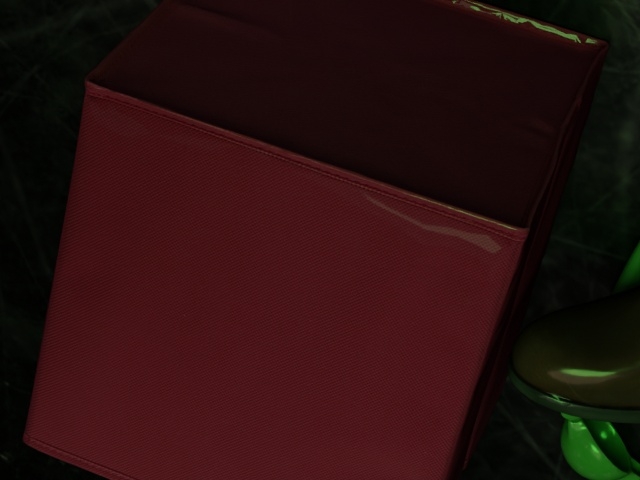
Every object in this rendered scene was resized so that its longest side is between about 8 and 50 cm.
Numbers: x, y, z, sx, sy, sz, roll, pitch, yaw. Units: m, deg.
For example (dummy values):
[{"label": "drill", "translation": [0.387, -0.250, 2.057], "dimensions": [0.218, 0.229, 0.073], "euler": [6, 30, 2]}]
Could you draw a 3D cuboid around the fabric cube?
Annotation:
[{"label": "fabric cube", "translation": [0.000, 0.000, 1.159], "dimensions": [0.254, 0.259, 0.258], "euler": [19, 123, 9]}]

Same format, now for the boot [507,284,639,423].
[{"label": "boot", "translation": [0.230, -0.034, 1.098], "dimensions": [0.264, 0.096, 0.280], "euler": [-6, 126, 2]}]

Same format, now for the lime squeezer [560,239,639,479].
[{"label": "lime squeezer", "translation": [0.207, 0.101, 1.266], "dimensions": [0.110, 0.059, 0.310], "euler": [0, 119, 21]}]
